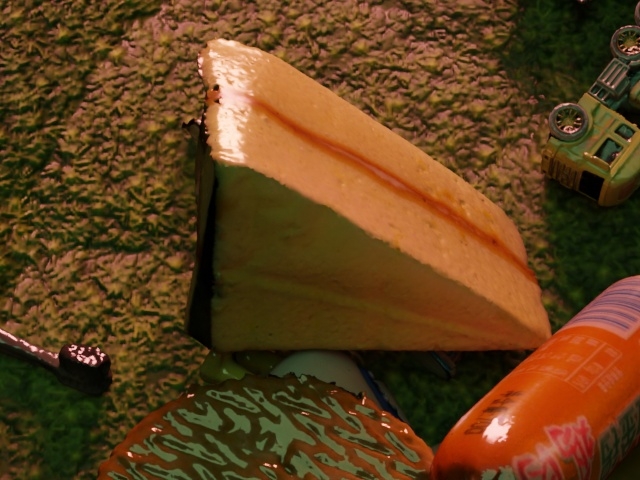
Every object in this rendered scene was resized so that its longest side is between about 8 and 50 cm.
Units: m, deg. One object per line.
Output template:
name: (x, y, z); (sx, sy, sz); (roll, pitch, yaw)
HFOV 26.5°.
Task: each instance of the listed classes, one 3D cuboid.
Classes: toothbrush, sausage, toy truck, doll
toothbrush: (-0.292, 0.050, 1.022); (0.297, 0.030, 0.030); (20, 44, 10)
toothbrush: (-0.004, 0.003, 1.039); (0.294, 0.026, 0.028); (41, 56, 14)
sausage: (0.155, 0.114, 0.866); (0.093, 0.093, 0.312); (41, 35, 15)
toy truck: (0.250, -0.102, 1.043); (0.100, 0.077, 0.169); (36, 78, 16)
doll: (0.048, 0.156, 0.930); (0.293, 0.119, 0.138); (36, 28, 15)

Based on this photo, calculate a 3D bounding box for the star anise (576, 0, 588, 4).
star anise: (0.236, -0.262, 1.119); (0.181, 0.061, 0.204); (22, 65, 22)

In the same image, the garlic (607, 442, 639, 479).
garlic: (0.318, 0.211, 0.905); (0.318, 0.112, 0.143); (15, 51, 5)

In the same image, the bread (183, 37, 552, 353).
bread: (0.038, -0.032, 0.939); (0.264, 0.163, 0.167); (1, 41, -10)

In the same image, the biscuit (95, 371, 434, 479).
biscuit: (-0.025, 0.200, 0.818); (0.254, 0.035, 0.254); (3, 65, -7)
